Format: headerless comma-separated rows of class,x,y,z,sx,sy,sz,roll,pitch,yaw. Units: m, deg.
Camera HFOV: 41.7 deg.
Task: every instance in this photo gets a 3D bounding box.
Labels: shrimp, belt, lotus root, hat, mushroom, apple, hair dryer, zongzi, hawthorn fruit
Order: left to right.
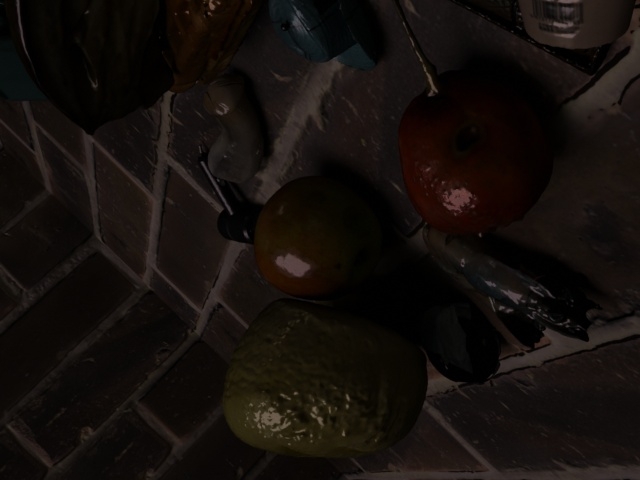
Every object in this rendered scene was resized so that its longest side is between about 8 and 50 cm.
lotus root,-0.275,-0.285,0.936,0.142,0.210,0.314,34,136,28
hair dryer,-0.178,-0.090,1.618,0.124,0.071,0.219,5,128,57
mushroom,-0.136,-0.174,1.335,0.092,0.081,0.223,20,152,8
hat,-0.011,-0.251,0.943,0.138,0.078,0.191,28,154,45
apple,0.000,0.000,1.262,0.196,0.196,0.196,38,159,17
zongzi,0.132,0.155,1.446,0.228,0.115,0.256,50,150,-21
hawthorn fruit,0.118,-0.136,0.836,0.285,0.165,0.165,56,158,-14
belt,0.212,0.156,1.281,0.140,0.105,0.058,58,159,-7
shrimp,0.245,0.073,1.110,0.289,0.075,0.178,26,161,38

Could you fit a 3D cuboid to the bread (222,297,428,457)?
bread,0.005,0.225,1.296,0.321,0.237,0.320,15,173,2

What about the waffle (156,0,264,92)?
waffle,-0.173,-0.321,1.011,0.224,0.098,0.328,60,162,-3

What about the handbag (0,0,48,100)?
handbag,-0.401,-0.306,1.330,0.269,0.274,0.100,121,146,-78

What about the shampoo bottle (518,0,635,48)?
shampoo bottle,0.169,-0.260,0.563,0.127,0.078,0.256,26,146,39

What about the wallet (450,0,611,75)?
wallet,0.146,-0.242,0.720,0.243,0.039,0.133,34,153,19
